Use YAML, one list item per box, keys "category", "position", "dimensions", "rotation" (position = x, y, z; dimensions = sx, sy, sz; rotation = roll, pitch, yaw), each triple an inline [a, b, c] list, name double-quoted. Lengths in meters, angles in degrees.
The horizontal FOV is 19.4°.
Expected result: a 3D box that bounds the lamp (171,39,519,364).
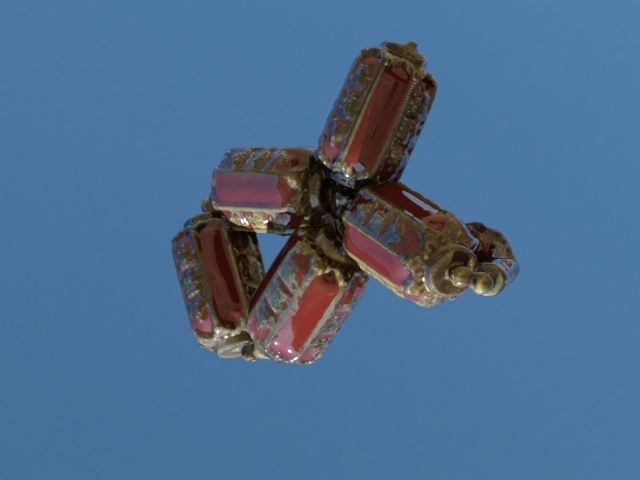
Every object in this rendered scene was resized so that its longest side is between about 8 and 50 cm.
- category: "lamp"
  position: [0.000, 0.000, 0.411]
  dimensions: [0.031, 0.083, 0.063]
  rotation: [12, -125, -48]
